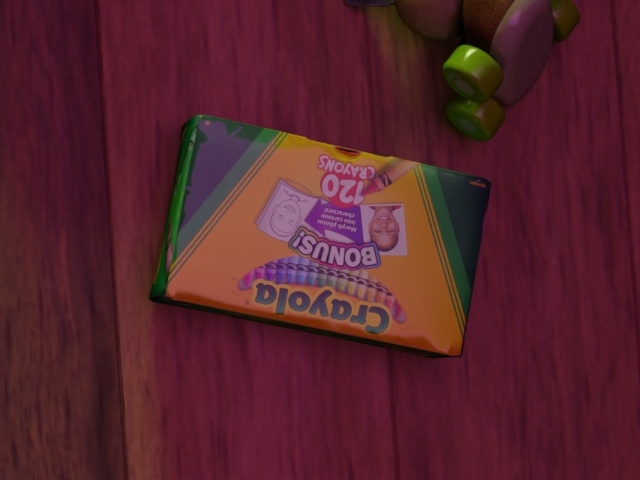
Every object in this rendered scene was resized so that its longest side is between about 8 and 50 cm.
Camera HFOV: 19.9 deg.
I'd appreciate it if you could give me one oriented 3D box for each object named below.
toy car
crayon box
[{"bbox_3d":[0.120,-0.214,1.674,0.188,0.149,0.155,32,73,19],"label":"toy car"},{"bbox_3d":[0.000,0.000,1.629,0.278,0.081,0.165,12,83,-14],"label":"crayon box"}]
